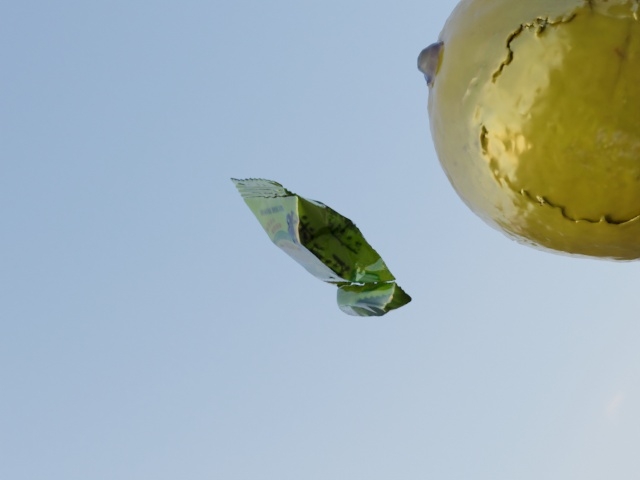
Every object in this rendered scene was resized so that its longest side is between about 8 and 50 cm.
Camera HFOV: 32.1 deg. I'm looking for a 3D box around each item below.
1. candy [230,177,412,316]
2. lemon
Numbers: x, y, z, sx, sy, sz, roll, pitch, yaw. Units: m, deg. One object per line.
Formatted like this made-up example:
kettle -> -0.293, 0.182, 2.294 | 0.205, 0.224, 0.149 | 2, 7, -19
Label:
candy -> 0.000, 0.000, 1.394 | 0.246, 0.149, 0.069 | 41, -113, -20
lemon -> 0.238, -0.119, 0.962 | 0.297, 0.297, 0.297 | -35, -34, -28
